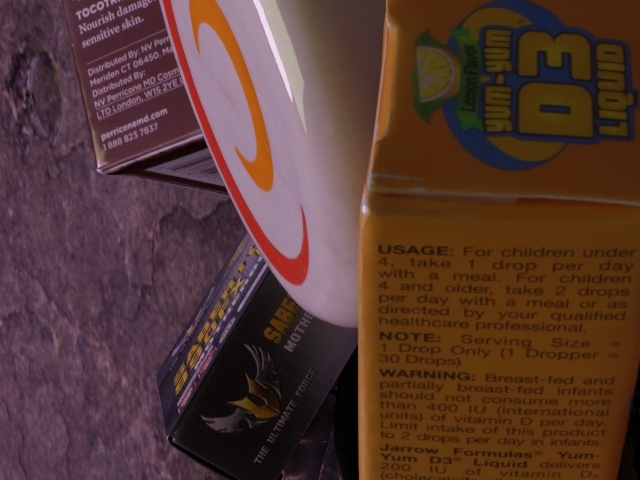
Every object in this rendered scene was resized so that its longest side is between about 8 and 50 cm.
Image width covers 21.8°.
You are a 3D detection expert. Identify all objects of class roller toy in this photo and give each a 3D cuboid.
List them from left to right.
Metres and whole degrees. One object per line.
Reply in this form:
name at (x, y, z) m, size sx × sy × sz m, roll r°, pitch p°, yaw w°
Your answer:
roller toy at (0.034, -0.078, 0.580) m, size 0.209 × 0.146 × 0.191 m, roll 173°, pitch 76°, yaw -78°

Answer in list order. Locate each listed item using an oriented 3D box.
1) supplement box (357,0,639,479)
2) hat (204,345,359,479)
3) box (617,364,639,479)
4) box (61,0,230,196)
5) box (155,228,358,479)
supplement box at (0.051, 0.037, 0.483) m, size 0.233 × 0.080 × 0.078 m, roll 84°, pitch -170°, yaw -51°
hat at (0.005, 0.168, 0.950) m, size 0.331 × 0.134 × 0.331 m, roll -4°, pitch -90°, yaw -74°
box at (0.126, 0.098, 0.495) m, size 0.232 × 0.058 × 0.087 m, roll 85°, pitch 172°, yaw -53°
box at (-0.088, -0.231, 1.145) m, size 0.191 × 0.143 × 0.381 m, roll 10°, pitch -115°, yaw -61°
box at (0.000, 0.000, 0.838) m, size 0.231 × 0.056 × 0.183 m, roll -58°, pitch 9°, yaw 1°
